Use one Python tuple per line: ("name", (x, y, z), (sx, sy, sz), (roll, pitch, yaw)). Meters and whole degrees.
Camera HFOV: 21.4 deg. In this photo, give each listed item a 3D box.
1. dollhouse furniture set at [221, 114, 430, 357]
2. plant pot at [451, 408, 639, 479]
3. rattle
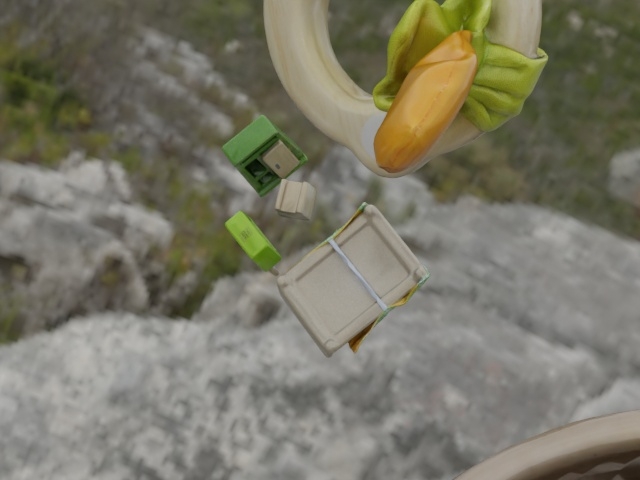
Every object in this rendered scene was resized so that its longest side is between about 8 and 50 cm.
("dollhouse furniture set", (0.000, 0.000, 0.988), (0.151, 0.076, 0.058), (51, 3, 24))
("plant pot", (0.132, 0.213, 0.595), (0.263, 0.263, 0.229), (36, -12, 21))
("rattle", (-0.002, -0.120, 0.705), (0.143, 0.130, 0.199), (-27, 89, -49))
